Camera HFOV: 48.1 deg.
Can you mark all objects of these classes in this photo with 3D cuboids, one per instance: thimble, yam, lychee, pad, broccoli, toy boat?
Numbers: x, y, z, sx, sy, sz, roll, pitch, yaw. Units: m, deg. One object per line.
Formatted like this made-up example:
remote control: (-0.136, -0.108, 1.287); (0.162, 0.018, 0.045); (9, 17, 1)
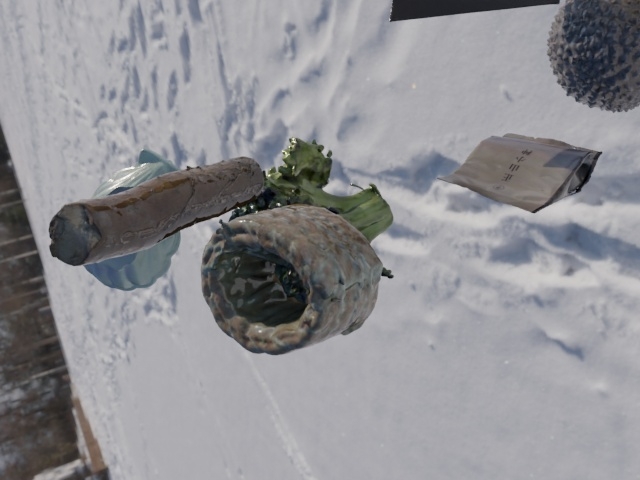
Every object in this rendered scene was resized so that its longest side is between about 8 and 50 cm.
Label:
thimble: (-0.046, 0.056, 0.988); (0.229, 0.148, 0.196); (26, 118, 32)
yam: (-0.126, -0.031, 0.610); (0.056, 0.241, 0.057); (10, 110, 28)
lychee: (0.630, -0.412, 1.526); (0.300, 0.300, 0.300); (163, 90, -71)
pad: (0.281, -0.488, 1.307); (0.005, 0.299, 0.202); (56, -142, -56)
broccoli: (0.004, 0.009, 1.270); (0.293, 0.281, 0.348); (52, 165, 22)
toy boat: (-0.354, -0.024, 1.304); (0.290, 0.199, 0.100); (-58, -1, 18)

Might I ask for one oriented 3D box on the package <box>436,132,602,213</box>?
package: (0.362, -0.123, 1.298); (0.204, 0.251, 0.062); (22, 133, 39)
